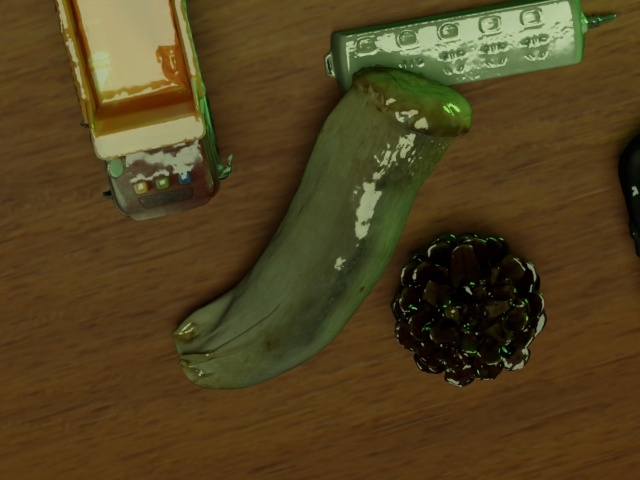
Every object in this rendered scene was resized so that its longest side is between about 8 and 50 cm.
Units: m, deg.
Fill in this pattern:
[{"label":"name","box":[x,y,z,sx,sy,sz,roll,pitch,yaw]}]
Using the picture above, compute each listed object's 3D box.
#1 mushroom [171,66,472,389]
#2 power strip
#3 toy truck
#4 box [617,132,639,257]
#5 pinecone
[{"label":"mushroom","box":[0.000,0.000,1.481,0.123,0.095,0.351,37,110,-1]},{"label":"power strip","box":[0.129,-0.167,1.469,0.252,0.027,0.060,-10,111,0]},{"label":"toy truck","box":[-0.149,-0.157,1.397,0.114,0.135,0.270,-12,110,0]},{"label":"box","box":[0.467,0.016,1.526,0.359,0.091,0.350,-16,109,3]},{"label":"pinecone","box":[0.133,0.062,1.503,0.140,0.121,0.140,-1,95,-6]}]
